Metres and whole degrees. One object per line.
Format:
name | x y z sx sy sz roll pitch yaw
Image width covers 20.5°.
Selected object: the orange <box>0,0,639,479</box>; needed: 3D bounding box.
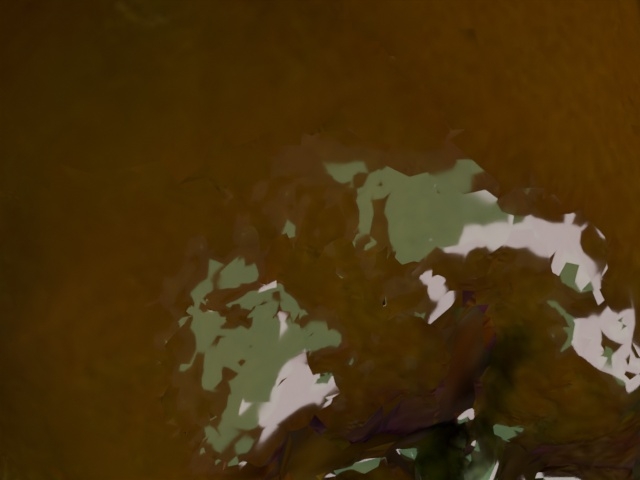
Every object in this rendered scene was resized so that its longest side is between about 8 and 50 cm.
orange | 0.000 0.000 0.420 0.249 0.183 0.249 -25 135 -28
